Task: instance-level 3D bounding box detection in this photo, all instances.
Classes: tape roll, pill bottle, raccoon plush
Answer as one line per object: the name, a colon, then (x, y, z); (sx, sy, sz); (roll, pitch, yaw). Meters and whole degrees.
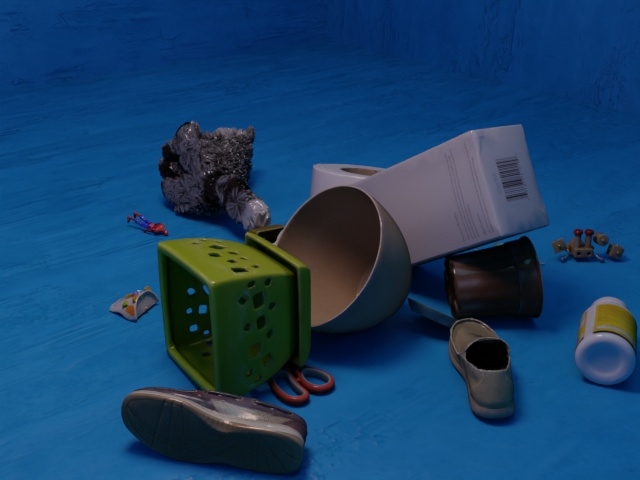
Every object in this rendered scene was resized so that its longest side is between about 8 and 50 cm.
tape roll: (0.114, -0.123, 2.086); (0.286, 0.100, 0.286); (6, 12, -1)
pill bottle: (0.523, 0.175, 1.530); (0.103, 0.103, 0.184); (10, 26, 18)
raccoon plush: (-0.206, -0.139, 2.154); (0.299, 0.216, 0.446); (-9, 47, -47)

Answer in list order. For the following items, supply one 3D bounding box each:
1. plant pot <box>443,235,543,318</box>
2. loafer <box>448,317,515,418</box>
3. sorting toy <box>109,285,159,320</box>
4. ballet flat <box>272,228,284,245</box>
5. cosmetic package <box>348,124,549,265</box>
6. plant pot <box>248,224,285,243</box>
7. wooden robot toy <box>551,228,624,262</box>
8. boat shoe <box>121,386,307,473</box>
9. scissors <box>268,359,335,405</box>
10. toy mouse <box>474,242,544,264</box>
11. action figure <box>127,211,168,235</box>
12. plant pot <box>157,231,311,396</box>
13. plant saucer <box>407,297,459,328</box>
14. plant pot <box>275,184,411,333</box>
plant pot: (0.338, 0.083, 1.671); (0.165, 0.167, 0.167); (-7, 25, -1)
loafer: (0.288, 0.203, 1.467); (0.102, 0.092, 0.268); (0, 25, -5)
sorting toy: (-0.378, 0.124, 1.670); (0.075, 0.045, 0.083); (-8, 18, 26)
ballet flat: (0.000, 0.000, 1.848); (0.139, 0.139, 0.400); (18, 29, 31)
cosmetic package: (0.248, -0.073, 1.715); (0.156, 0.217, 0.385); (-12, -4, -37)
plant pot: (-0.123, 0.005, 1.895); (0.081, 0.081, 0.083); (-12, 16, -27)
wooden robot toy: (0.612, 0.005, 1.956); (0.173, 0.076, 0.079); (1, 14, -3)
boat shoe: (-0.157, 0.277, 1.275); (0.285, 0.103, 0.092); (10, 20, 8)
scissors: (-0.079, 0.206, 1.519); (0.109, 0.021, 0.297); (-14, 30, -26)
toy mouse: (0.406, 0.034, 1.918); (0.161, 0.031, 0.143); (-15, 30, -32)
action figure: (-0.412, -0.036, 2.021); (0.115, 0.030, 0.038); (21, 36, 26)
plant pot: (-0.140, 0.116, 1.457); (0.207, 0.228, 0.227); (-13, 24, -31)
plant saucer: (0.219, 0.144, 1.624); (0.119, 0.021, 0.119); (25, -2, 1)
plant pot: (0.065, 0.060, 1.612); (0.191, 0.284, 0.284); (29, 3, -40)
